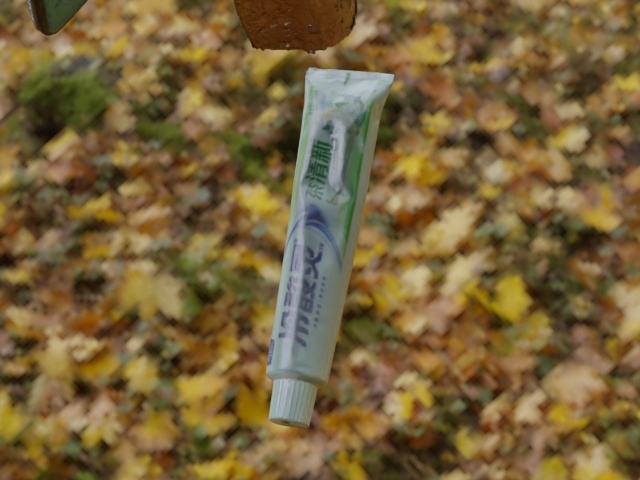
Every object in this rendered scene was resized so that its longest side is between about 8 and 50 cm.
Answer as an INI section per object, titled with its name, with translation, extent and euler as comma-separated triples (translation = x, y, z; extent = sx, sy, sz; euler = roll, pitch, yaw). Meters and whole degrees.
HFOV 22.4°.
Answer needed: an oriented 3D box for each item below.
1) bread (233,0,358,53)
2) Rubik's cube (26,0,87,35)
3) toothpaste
[bread]
translation = -0.017, -0.180, 1.133
extent = 0.077, 0.070, 0.083
euler = -2, 46, 16
[Rubik's cube]
translation = -0.178, -0.285, 0.938
extent = 0.284, 0.234, 0.250
euler = -22, -32, -45
[toothpaste]
translation = 0.000, 0.000, 1.274
extent = 0.048, 0.075, 0.296
euler = 52, -135, -66
